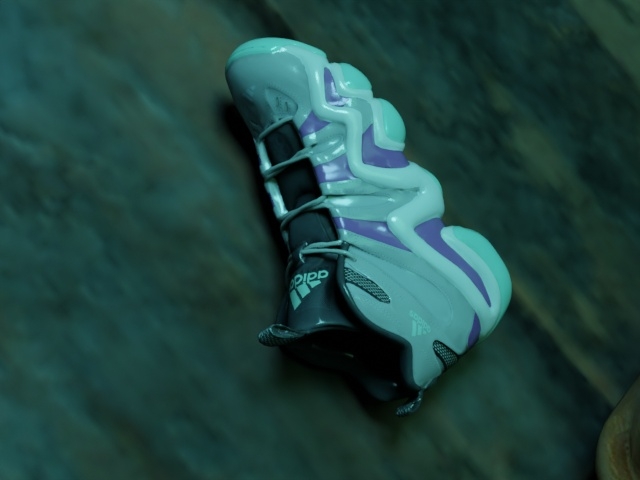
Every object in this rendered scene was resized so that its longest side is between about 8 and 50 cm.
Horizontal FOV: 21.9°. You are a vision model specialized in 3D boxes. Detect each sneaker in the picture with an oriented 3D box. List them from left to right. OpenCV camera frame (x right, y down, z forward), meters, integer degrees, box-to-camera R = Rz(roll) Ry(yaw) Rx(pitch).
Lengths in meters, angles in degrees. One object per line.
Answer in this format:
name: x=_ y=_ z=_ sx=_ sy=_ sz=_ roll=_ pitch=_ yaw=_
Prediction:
sneaker: x=0.000 y=0.000 z=0.407 sx=0.098 sy=0.038 sz=0.069 roll=47 pitch=49 yaw=-4

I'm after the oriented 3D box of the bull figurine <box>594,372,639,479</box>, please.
bull figurine: x=0.199 y=-0.005 z=0.482 sx=0.188 sy=0.101 sz=0.310 roll=21 pitch=55 yaw=24
